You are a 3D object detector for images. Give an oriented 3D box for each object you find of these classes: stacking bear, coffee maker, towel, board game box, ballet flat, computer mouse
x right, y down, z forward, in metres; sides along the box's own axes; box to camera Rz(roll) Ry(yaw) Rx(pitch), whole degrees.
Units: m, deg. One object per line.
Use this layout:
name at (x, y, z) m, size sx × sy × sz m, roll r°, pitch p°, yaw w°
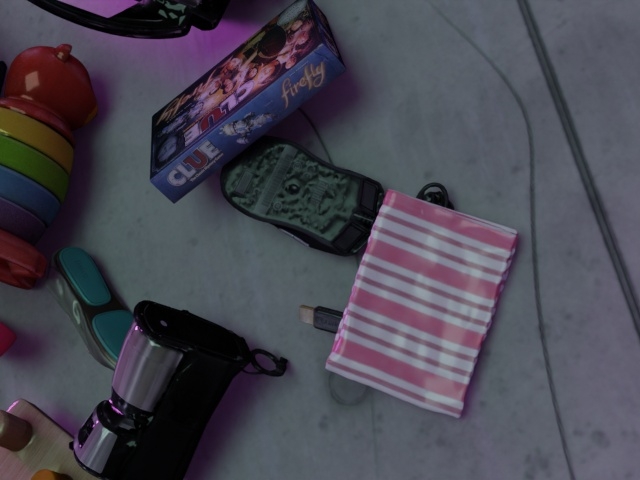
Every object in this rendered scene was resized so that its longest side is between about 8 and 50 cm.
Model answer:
stacking bear at (-0.372, -0.108, 1.175) m, size 0.175 × 0.164 × 0.289 m, roll -23°, pitch 45°, yaw 64°
coffee maker at (-0.153, 0.179, 0.999) m, size 0.171 × 0.120 × 0.178 m, roll 27°, pitch 103°, yaw 3°
towel at (0.101, 0.060, 0.935) m, size 0.144 × 0.029 × 0.197 m, roll 19°, pitch 83°, yaw 9°
board game box at (-0.089, -0.164, 1.067) m, size 0.243 × 0.042 × 0.165 m, roll -36°, pitch 31°, yaw 14°
ballet flat at (-0.264, 0.097, 1.127) m, size 0.213 × 0.072 × 0.068 m, roll 51°, pitch 129°, yaw 28°
computer mouse at (0.000, 0.000, 1.018) m, size 0.262 × 0.060 × 0.184 m, roll 18°, pitch 81°, yaw 18°

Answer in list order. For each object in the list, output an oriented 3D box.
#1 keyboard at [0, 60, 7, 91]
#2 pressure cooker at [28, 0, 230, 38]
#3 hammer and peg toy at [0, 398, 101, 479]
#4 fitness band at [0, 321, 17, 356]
keyboard at (-0.539, -0.214, 1.355) m, size 0.192 × 0.038 × 0.100 m, roll 2°, pitch 78°, yaw 28°
pressure cooker at (-0.228, -0.453, 1.070) m, size 0.369 × 0.375 × 0.421 m, roll 22°, pitch 86°, yaw 27°
hammer and peg toy at (-0.360, 0.377, 1.016) m, size 0.266 × 0.127 × 0.361 m, roll 29°, pitch 77°, yaw 30°
fitness band at (-0.486, 0.053, 1.155) m, size 0.290 × 0.209 × 0.054 m, roll 23°, pitch 61°, yaw 39°
